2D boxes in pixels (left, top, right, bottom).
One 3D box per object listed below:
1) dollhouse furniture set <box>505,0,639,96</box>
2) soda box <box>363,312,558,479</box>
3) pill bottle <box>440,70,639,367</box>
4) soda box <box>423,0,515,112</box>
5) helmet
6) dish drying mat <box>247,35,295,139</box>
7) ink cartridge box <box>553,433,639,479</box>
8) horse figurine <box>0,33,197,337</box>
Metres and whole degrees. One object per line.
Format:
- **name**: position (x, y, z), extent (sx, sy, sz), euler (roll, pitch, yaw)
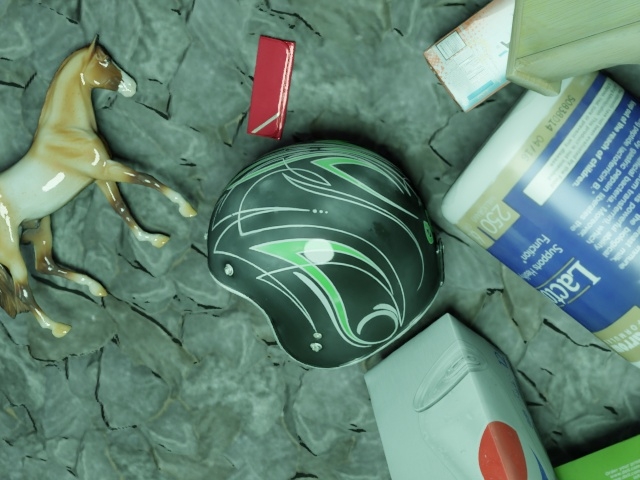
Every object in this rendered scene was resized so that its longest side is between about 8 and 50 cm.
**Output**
- **dollhouse furniture set**: position (0.265, -0.132, 0.673), extent (0.161, 0.242, 0.212), euler (-7, 71, 57)
- **soda box**: position (0.122, 0.198, 0.786), extent (0.098, 0.286, 0.091), euler (-38, 130, 22)
- **pill bottle**: position (0.232, -0.001, 0.765), extent (0.264, 0.153, 0.153), euler (38, 112, 3)
- **soda box**: position (0.167, -0.173, 0.784), extent (0.183, 0.063, 0.058), euler (-34, 96, 21)
- **helmet**: position (0.000, 0.000, 0.828), extent (0.169, 0.169, 0.161), euler (-29, 111, 21)
- **dish drying mat**: position (-0.042, -0.127, 0.885), extent (0.032, 0.008, 0.083), euler (13, 108, 13)
- **ink cartridge box**: position (0.269, 0.279, 0.873), extent (0.188, 0.097, 0.255), euler (-27, 130, 21)
- **horse figurine**: position (-0.232, -0.030, 0.937), extent (0.263, 0.066, 0.174), euler (-41, 97, 19)
